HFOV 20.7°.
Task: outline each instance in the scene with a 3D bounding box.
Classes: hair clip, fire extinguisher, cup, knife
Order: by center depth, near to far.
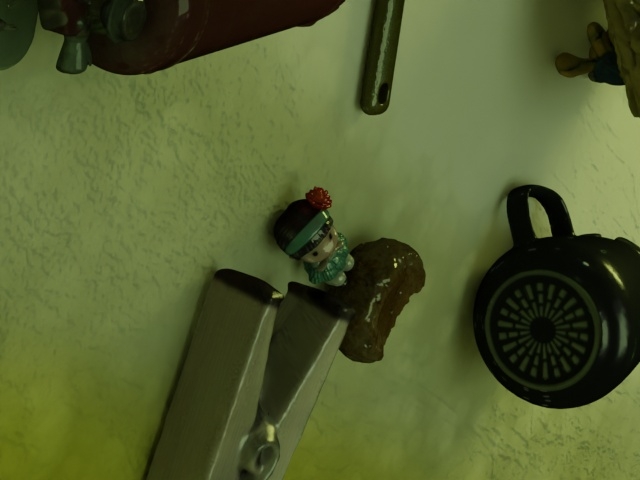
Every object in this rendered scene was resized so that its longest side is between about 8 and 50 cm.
[{"bbox_3d":[-0.088,-0.187,1.121,0.337,0.106,0.147,-29,128,-61],"label":"fire extinguisher"},{"bbox_3d":[-0.082,0.187,1.406,0.101,0.085,0.330,14,98,-55],"label":"hair clip"},{"bbox_3d":[0.064,-0.265,1.420,0.061,0.027,0.343,-10,116,-48],"label":"knife"},{"bbox_3d":[0.248,0.049,1.752,0.176,0.169,0.223,-13,87,-56],"label":"cup"}]

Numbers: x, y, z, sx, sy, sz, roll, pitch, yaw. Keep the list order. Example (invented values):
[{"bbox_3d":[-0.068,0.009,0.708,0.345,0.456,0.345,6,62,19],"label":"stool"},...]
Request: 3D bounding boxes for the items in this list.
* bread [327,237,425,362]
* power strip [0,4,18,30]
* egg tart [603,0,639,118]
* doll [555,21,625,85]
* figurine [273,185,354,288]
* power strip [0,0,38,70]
[{"bbox_3d":[0.042,0.045,1.528,0.113,0.060,0.082,-55,145,-24],"label":"bread"},{"bbox_3d":[-0.310,-0.114,0.893,0.367,0.043,0.106,-5,120,-43],"label":"power strip"},{"bbox_3d":[0.388,-0.283,1.688,0.351,0.153,0.339,-9,91,-46],"label":"egg tart"},{"bbox_3d":[0.312,-0.192,1.766,0.179,0.089,0.102,5,139,-43],"label":"doll"},{"bbox_3d":[0.000,0.000,1.455,0.060,0.047,0.106,-46,147,-5],"label":"figurine"},{"bbox_3d":[-0.225,-0.228,0.999,0.194,0.059,0.265,-7,113,-54],"label":"power strip"}]
